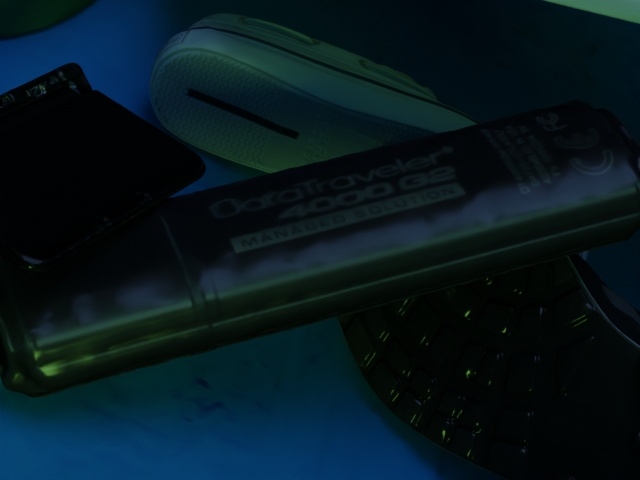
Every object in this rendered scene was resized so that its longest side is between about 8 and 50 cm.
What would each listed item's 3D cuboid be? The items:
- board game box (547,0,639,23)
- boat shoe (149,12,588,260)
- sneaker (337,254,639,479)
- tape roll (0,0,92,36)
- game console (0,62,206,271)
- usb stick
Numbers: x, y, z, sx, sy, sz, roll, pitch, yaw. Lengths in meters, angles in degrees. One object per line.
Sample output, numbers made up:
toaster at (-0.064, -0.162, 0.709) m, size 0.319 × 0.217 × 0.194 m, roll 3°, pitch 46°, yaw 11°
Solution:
board game box at (0.132, -0.153, 0.964) m, size 0.390 × 0.050 × 0.390 m, roll 10°, pitch 12°, yaw -22°
boat shoe at (0.031, -0.053, 0.906) m, size 0.226 × 0.083 × 0.076 m, roll 29°, pitch 36°, yaw -2°
sneaker at (0.122, 0.074, 0.834) m, size 0.283 × 0.107 × 0.124 m, roll 40°, pitch 6°, yaw 25°
tape roll at (-0.233, -0.231, 0.935) m, size 0.321 × 0.077 × 0.321 m, roll 21°, pitch 36°, yaw -16°
game console at (-0.128, -0.019, 0.753) m, size 0.071 × 0.107 × 0.122 m, roll 60°, pitch 36°, yaw -4°
usb stick at (0.000, 0.000, 0.758) m, size 0.278 × 0.045 × 0.077 m, roll -15°, pitch 42°, yaw -13°
